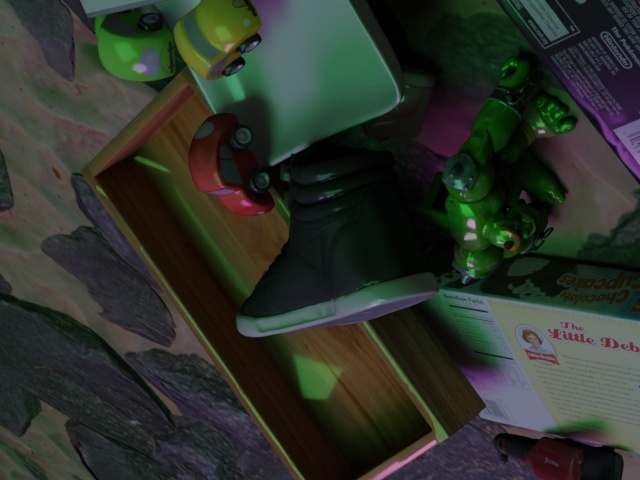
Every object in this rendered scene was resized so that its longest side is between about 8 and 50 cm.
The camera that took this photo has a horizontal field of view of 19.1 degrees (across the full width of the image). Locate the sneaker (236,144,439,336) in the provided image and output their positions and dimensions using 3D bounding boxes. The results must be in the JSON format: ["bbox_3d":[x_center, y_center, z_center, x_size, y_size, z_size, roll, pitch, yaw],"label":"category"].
[{"bbox_3d":[0.001,0.000,1.625,0.296,0.104,0.147,-22,79,63],"label":"sneaker"}]

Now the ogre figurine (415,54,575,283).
[{"bbox_3d":[0.144,-0.043,1.546,0.097,0.118,0.197,36,152,11],"label":"ogre figurine"}]

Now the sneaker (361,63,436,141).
[{"bbox_3d":[0.035,-0.123,1.621,0.134,0.051,0.070,19,110,32],"label":"sneaker"}]

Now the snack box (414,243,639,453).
[{"bbox_3d":[0.236,0.103,1.696,0.322,0.060,0.187,9,139,47],"label":"snack box"}]

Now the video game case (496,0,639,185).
[{"bbox_3d":[0.265,-0.134,1.236,0.248,0.035,0.275,-23,114,46],"label":"video game case"}]

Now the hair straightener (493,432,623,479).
[{"bbox_3d":[0.232,0.212,1.809,0.089,0.047,0.230,8,174,-17],"label":"hair straightener"}]

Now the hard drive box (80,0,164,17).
[{"bbox_3d":[-0.134,-0.285,1.509,0.232,0.089,0.181,0,116,56],"label":"hard drive box"}]

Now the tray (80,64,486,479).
[{"bbox_3d":[-0.040,0.042,1.801,0.411,0.076,0.203,54,133,3],"label":"tray"}]

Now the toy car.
[{"bbox_3d":[-0.134,-0.146,1.666,0.225,0.053,0.239,34,142,35],"label":"toy car"}]

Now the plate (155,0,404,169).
[{"bbox_3d":[-0.051,-0.210,1.584,0.277,0.045,0.278,-21,98,59],"label":"plate"}]
